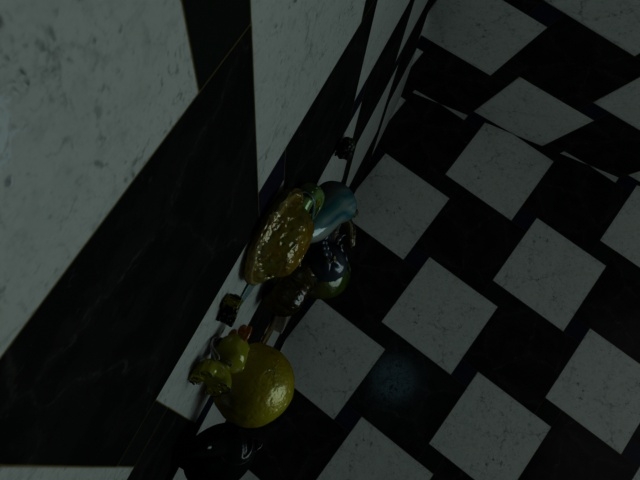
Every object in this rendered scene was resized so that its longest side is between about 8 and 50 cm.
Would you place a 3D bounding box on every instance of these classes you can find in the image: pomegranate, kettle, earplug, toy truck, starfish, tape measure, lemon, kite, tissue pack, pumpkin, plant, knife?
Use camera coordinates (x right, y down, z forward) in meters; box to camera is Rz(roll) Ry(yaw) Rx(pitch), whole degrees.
[{"bbox_3d":[0.026,0.127,2.381,0.323,0.291,0.291,-58,176,13],"label":"pomegranate"},{"bbox_3d":[-0.345,0.705,1.633,0.290,0.268,0.207,-48,-135,47],"label":"kettle"},{"bbox_3d":[0.000,-0.085,1.859,0.324,0.185,0.185,-49,163,-55],"label":"earplug"},{"bbox_3d":[-0.240,0.183,1.324,0.054,0.049,0.083,-60,173,-55],"label":"toy truck"},{"bbox_3d":[0.118,-0.105,2.330,0.312,0.113,0.303,-77,153,-67],"label":"starfish"},{"bbox_3d":[-0.052,-0.114,1.619,0.154,0.087,0.177,-44,160,-41],"label":"tape measure"},{"bbox_3d":[-0.220,0.475,1.635,0.293,0.293,0.293,24,90,-85],"label":"lemon"},{"bbox_3d":[-0.277,0.502,2.537,0.327,0.013,0.377,-49,162,-74],"label":"kite"},{"bbox_3d":[-0.152,0.305,2.529,0.325,0.071,0.170,-61,173,-53],"label":"tissue pack"},{"bbox_3d":[-0.128,0.176,1.830,0.219,0.162,0.219,-43,-168,12],"label":"pumpkin"},{"bbox_3d":[0.105,-0.383,2.054,0.087,0.085,0.174,-40,-165,33],"label":"plant"},{"bbox_3d":[-0.182,0.094,1.582,0.331,0.044,0.080,-56,170,-40],"label":"knife"}]

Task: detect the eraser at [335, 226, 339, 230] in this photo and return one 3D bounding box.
[{"bbox_3d":[0.046,-0.074,2.595,0.077,0.111,0.352,-55,168,-64],"label":"eraser"}]

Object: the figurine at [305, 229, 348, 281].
[{"bbox_3d":[0.012,0.045,2.066,0.175,0.265,0.197,-30,-166,23],"label":"figurine"}]

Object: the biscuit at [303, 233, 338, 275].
[{"bbox_3d":[0.000,0.000,2.220,0.216,0.047,0.339,13,76,-48],"label":"biscuit"}]

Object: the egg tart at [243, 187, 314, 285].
[{"bbox_3d":[-0.104,0.001,1.426,0.319,0.128,0.318,24,90,-82],"label":"egg tart"}]

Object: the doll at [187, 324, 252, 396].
[{"bbox_3d":[-0.269,0.324,1.389,0.143,0.135,0.221,-30,-157,34],"label":"doll"}]
